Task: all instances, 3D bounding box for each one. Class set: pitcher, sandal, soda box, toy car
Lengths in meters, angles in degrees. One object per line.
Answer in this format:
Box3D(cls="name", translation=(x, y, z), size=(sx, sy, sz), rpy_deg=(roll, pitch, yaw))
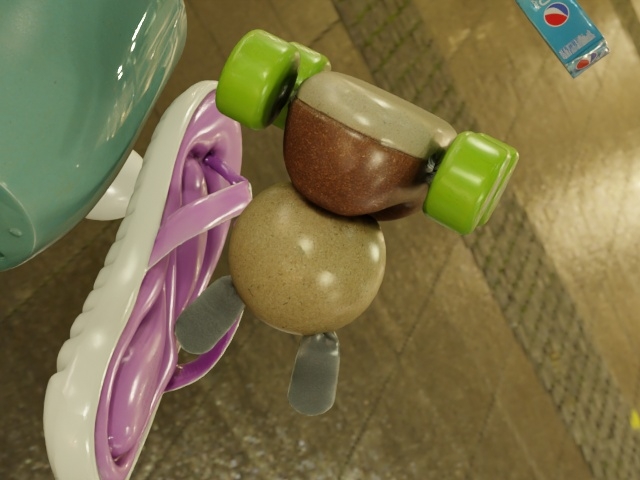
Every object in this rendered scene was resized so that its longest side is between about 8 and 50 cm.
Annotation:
Box3D(cls="pitcher", translation=(-0.374, -0.089, 1.755), size=(0.207, 0.125, 0.178), rpy_deg=(15, 38, -5))
Box3D(cls="sandal", translation=(-0.103, 0.036, 0.954), size=(0.169, 0.102, 0.416), rpy_deg=(85, 16, -46))
Box3D(cls="soda box", translation=(0.322, -0.335, 1.688), size=(0.210, 0.067, 0.071), rpy_deg=(59, 14, 21))
Box3D(cls="toy car", translation=(0.000, 0.000, 0.677), size=(0.155, 0.188, 0.149), rpy_deg=(27, 10, 10))

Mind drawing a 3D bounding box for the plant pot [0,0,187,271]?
Box3D(cls="plant pot", translation=(-0.278, -0.118, 0.939), size=(0.293, 0.293, 0.235), rpy_deg=(43, 47, -37))
